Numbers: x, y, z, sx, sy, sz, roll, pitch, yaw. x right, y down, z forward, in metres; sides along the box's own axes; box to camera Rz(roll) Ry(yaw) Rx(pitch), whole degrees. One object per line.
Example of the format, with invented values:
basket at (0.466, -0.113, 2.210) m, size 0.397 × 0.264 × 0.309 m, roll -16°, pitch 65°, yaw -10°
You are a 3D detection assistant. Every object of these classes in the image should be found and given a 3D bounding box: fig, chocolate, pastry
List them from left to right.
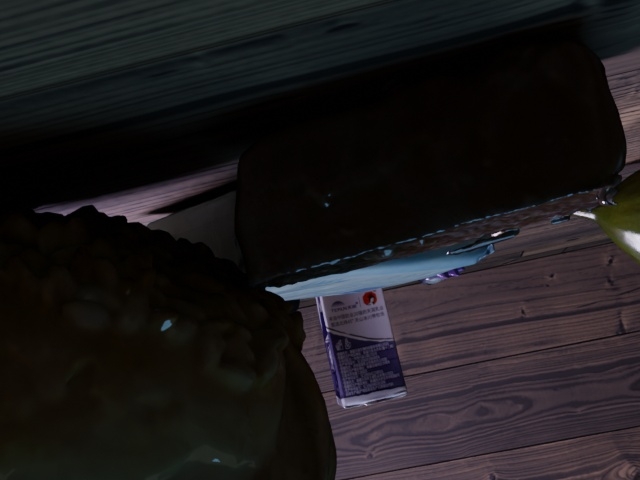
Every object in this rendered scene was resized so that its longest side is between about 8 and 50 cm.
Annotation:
pastry at (-0.189, 0.105, 0.623) m, size 0.409 × 0.245 × 0.409 m, roll 0°, pitch 173°, yaw 0°
chocolate at (0.056, -0.038, 0.570) m, size 0.214 × 0.093 × 0.148 m, roll -14°, pitch 172°, yaw 12°
fig at (0.342, -0.044, 1.112) m, size 0.259 × 0.151 × 0.151 m, roll 15°, pitch -178°, yaw 17°

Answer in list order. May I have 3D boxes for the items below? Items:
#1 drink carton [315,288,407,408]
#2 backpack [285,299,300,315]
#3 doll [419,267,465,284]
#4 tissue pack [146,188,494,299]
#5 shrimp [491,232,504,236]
drink carton at (0.055, 0.135, 1.559) m, size 0.102 × 0.222 × 0.134 m, roll -12°, pitch 174°, yaw -2°
backpack at (-0.105, 0.047, 0.994) m, size 0.165 × 0.120 × 0.106 m, roll -10°, pitch -165°, yaw -16°
doll at (0.200, 0.016, 1.505) m, size 0.110 × 0.067 × 0.206 m, roll -18°, pitch 170°, yaw -44°
tissue pack at (0.000, 0.000, 0.858) m, size 0.177 × 0.089 × 0.263 m, roll -18°, pitch 169°, yaw 40°
shrimp at (0.178, -0.020, 1.137) m, size 0.154 × 0.062 × 0.294 m, roll -16°, pitch 174°, yaw -12°
